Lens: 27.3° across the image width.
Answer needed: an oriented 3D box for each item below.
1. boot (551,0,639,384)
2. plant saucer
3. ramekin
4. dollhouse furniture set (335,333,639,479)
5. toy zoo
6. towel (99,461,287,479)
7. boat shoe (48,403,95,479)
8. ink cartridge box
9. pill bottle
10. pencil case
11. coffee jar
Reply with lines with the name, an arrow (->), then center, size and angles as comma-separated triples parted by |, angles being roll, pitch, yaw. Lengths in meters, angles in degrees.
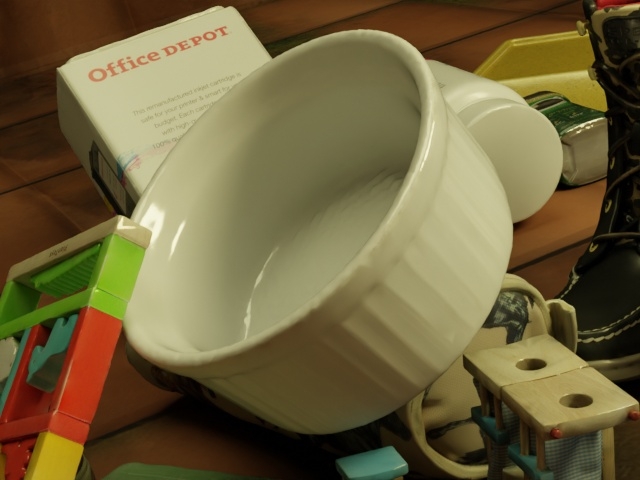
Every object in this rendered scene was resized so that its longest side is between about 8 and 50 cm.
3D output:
boot -> 0.276, -0.065, 1.121 | 0.138, 0.284, 0.377 | 4, 25, 44
plant saucer -> 0.345, -0.228, 1.840 | 0.333, 0.081, 0.333 | -3, 22, 26
ramekin -> 0.000, 0.000, 0.926 | 0.277, 0.135, 0.277 | -27, 40, 26
dollhouse furniture set -> 0.095, 0.159, 0.840 | 0.184, 0.129, 0.129 | -11, 18, -14
toy zoo -> -0.215, 0.136, 0.921 | 0.192, 0.030, 0.293 | -20, 49, 52
towel -> -0.146, 0.257, 0.906 | 0.248, 0.038, 0.325 | 0, 22, 33
boat shoe -> -0.301, 0.221, 1.020 | 0.103, 0.092, 0.285 | 7, 28, 45
ink cartridge box -> -0.120, -0.083, 1.438 | 0.226, 0.131, 0.306 | -23, 63, -23
pill bottle -> 0.157, -0.116, 1.536 | 0.160, 0.160, 0.283 | -18, 20, -13
pencil case -> 0.011, 0.080, 1.098 | 0.410, 0.160, 0.183 | 9, 45, 49
coffee jar -> 0.289, -0.127, 1.598 | 0.096, 0.079, 0.184 | -20, 21, -8
